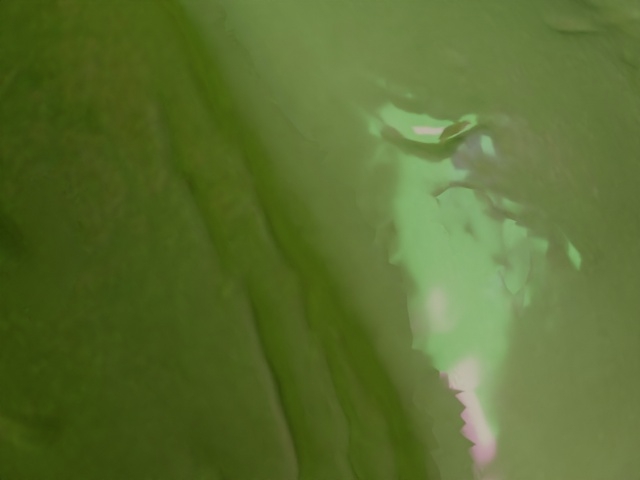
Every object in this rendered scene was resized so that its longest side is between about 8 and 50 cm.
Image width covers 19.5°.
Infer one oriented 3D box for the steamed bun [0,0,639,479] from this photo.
[{"bbox_3d":[0.000,0.000,0.766,0.456,0.290,0.371,58,31,10],"label":"steamed bun"}]
